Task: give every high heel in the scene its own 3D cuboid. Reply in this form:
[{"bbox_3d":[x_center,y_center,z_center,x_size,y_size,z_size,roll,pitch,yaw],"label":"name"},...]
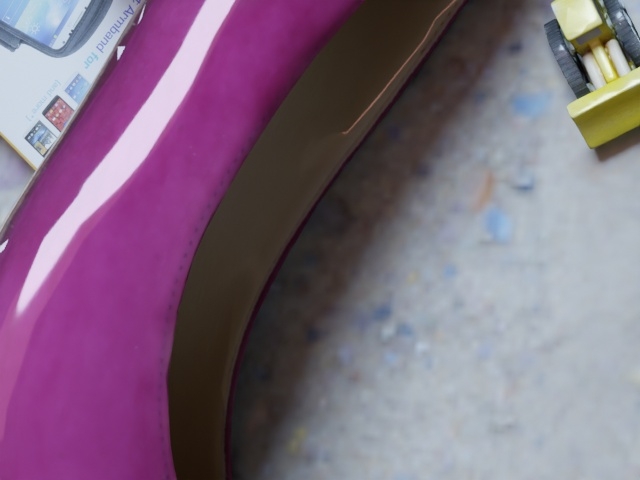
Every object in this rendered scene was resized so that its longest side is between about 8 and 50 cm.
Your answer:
[{"bbox_3d":[0.000,0.000,0.451,0.181,0.127,0.377,1,88,4],"label":"high heel"}]

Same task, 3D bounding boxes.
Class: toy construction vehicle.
[{"bbox_3d":[0.113,-0.043,0.446,0.086,0.035,0.098,-26,67,17],"label":"toy construction vehicle"}]

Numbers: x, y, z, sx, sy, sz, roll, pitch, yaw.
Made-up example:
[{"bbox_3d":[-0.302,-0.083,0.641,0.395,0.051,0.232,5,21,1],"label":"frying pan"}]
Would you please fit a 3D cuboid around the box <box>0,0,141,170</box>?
[{"bbox_3d":[-0.089,-0.074,0.553,0.136,0.028,0.081,42,95,30],"label":"box"}]
